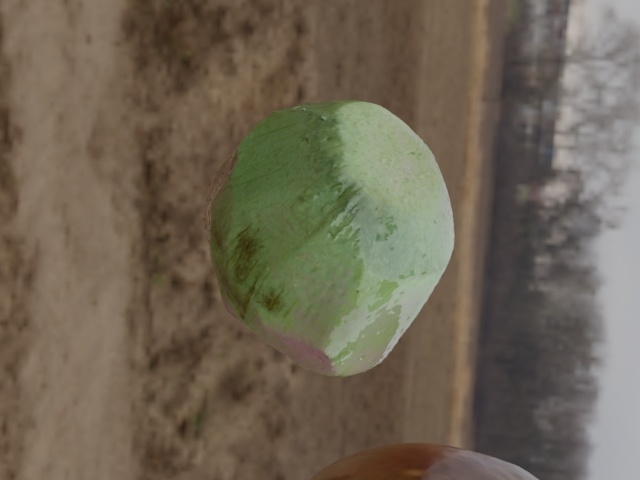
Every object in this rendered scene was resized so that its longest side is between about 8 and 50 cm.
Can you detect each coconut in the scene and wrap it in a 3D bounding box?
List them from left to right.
[{"bbox_3d":[0.000,0.000,1.278,0.204,0.236,0.236,-31,129,-52],"label":"coconut"}]

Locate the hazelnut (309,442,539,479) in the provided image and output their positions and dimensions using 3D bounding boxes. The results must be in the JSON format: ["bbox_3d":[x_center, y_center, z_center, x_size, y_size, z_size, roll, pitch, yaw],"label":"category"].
[{"bbox_3d":[0.111,0.368,1.473,0.315,0.372,0.372,-2,99,-38],"label":"hazelnut"}]
